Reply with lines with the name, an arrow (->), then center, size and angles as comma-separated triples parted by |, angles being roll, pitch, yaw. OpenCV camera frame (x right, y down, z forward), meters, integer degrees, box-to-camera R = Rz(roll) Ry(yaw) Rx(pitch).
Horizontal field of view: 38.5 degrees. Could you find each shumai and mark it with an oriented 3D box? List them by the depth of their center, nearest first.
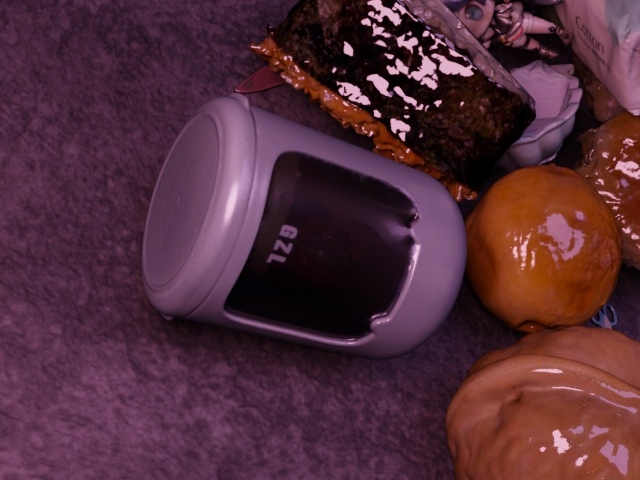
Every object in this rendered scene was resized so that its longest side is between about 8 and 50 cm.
shumai -> 0.527, -0.269, 1.560 | 0.206, 0.166, 0.175 | 10, 68, -1

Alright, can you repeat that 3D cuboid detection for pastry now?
pastry -> 0.552, -0.076, 1.399 | 0.136, 0.330, 0.329 | 30, 39, -71

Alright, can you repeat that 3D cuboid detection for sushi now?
sushi -> 0.109, -0.215, 1.197 | 0.348, 0.207, 0.234 | 40, 17, 4

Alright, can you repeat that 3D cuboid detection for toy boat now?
toy boat -> 0.295, -0.178, 1.361 | 0.290, 0.199, 0.100 | -49, 134, -43

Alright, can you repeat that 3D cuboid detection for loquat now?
loquat -> 0.300, 0.014, 1.237 | 0.238, 0.193, 0.238 | 12, 58, -21

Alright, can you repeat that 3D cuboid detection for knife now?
knife -> -0.030, -0.247, 1.266 | 0.247, 0.018, 0.035 | -37, 93, -37

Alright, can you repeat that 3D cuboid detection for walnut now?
walnut -> 0.285, 0.238, 1.070 | 0.285, 0.285, 0.296 | 42, 45, -9

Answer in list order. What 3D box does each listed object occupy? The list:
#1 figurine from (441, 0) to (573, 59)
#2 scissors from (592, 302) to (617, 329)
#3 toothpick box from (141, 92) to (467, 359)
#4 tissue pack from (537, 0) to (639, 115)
figurine -> 0.242, -0.367, 1.401 | 0.265, 0.175, 0.197 | 6, 37, -33
scissors -> 0.434, 0.147, 1.373 | 0.058, 0.014, 0.119 | 7, 60, -30
toothpick box -> 0.000, 0.000, 1.031 | 0.355, 0.263, 0.263 | 17, 59, -27
tissue pack -> 0.500, -0.390, 1.402 | 0.194, 0.266, 0.356 | 64, 2, -47
